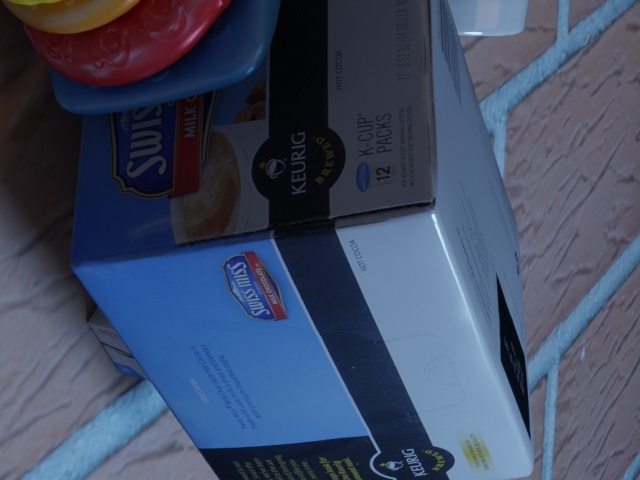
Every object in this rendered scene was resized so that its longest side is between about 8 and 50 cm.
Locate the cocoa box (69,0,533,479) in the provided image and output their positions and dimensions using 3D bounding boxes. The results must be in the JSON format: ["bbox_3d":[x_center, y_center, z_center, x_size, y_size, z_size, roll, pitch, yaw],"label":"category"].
[{"bbox_3d":[0.000,0.000,1.213,0.347,0.228,0.231,64,21,-53],"label":"cocoa box"}]

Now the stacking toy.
[{"bbox_3d":[-0.162,-0.199,0.970,0.302,0.165,0.175,30,59,-53],"label":"stacking toy"}]

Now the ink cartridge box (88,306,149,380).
[{"bbox_3d":[-0.129,0.065,1.251,0.028,0.048,0.083,-63,150,-28],"label":"ink cartridge box"}]

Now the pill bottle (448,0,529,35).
[{"bbox_3d":[0.110,-0.336,1.401,0.188,0.188,0.334,-23,123,-60],"label":"pill bottle"}]
